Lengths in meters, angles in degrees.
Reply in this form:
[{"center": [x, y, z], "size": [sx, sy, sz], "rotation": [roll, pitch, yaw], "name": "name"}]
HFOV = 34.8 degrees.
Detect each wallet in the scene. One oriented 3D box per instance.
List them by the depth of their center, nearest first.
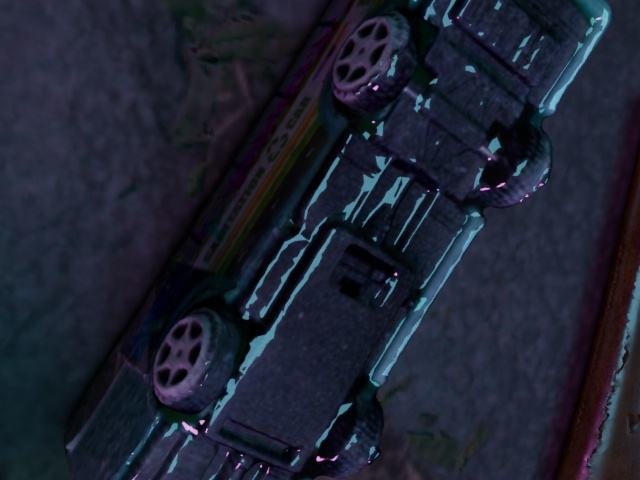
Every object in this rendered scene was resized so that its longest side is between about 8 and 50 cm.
[{"center": [0.192, 0.061, 0.528], "size": [0.137, 0.031, 0.255], "rotation": [7, 99, -24], "name": "wallet"}]

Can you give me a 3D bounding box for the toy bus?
[{"center": [0.000, 0.000, 0.389], "size": [0.091, 0.109, 0.262], "rotation": [33, 90, -28], "name": "toy bus"}]
